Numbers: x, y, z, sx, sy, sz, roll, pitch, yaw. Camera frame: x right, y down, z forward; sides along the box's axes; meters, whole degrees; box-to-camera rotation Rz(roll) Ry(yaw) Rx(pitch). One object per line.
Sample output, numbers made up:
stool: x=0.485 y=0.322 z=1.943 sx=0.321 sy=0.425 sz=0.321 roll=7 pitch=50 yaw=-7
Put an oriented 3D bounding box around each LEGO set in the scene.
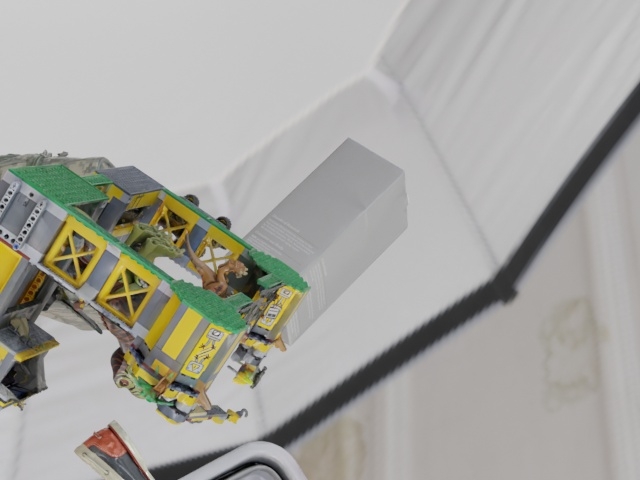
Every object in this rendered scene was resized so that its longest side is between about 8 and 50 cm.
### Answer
LEGO set: x=-0.164 y=0.072 z=1.072 sx=0.192 sy=0.255 sz=0.331 roll=-57 pitch=-179 yaw=11

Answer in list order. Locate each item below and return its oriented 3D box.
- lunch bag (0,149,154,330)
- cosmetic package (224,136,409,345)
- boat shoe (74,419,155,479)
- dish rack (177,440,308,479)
lunch bag: x=-0.386 y=0.003 z=1.871 sx=0.256 sy=0.305 sz=0.213 roll=0 pitch=-102 yaw=10
cosmetic package: x=0.000 y=0.000 z=1.691 sx=0.107 sy=0.127 sz=0.238 roll=31 pitch=-119 yaw=24
boat shoe: x=-0.152 y=0.216 z=1.140 sx=0.043 sy=0.137 sz=0.049 roll=-35 pitch=-173 yaw=-20
dish rack: x=-0.085 y=0.429 z=1.605 sx=0.333 sy=0.285 sz=0.072 roll=57 pitch=-33 yaw=14
